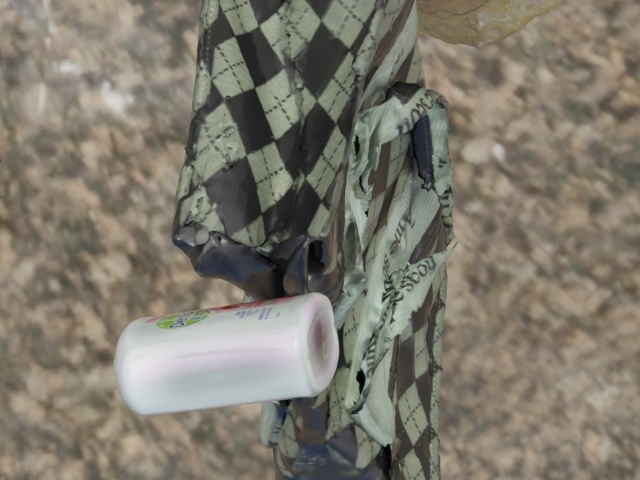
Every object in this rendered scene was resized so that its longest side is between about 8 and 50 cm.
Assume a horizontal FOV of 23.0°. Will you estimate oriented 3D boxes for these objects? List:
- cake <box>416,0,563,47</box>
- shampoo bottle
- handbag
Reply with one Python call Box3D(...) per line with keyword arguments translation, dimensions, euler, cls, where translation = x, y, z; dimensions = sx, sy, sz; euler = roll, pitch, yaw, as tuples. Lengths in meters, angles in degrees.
Box3D(translation=(0.072, -0.361, 1.366), dimensions=(0.321, 0.332, 0.332), euler=(21, 106, -44), cls="cake")
Box3D(translation=(-0.046, 0.052, 0.708), dimensions=(0.099, 0.072, 0.043), euler=(-8, 99, 13), cls="shampoo bottle")
Box3D(translation=(0.000, 0.000, 1.101), dimensions=(0.180, 0.316, 0.416), euler=(-1, 142, 8), cls="handbag")
